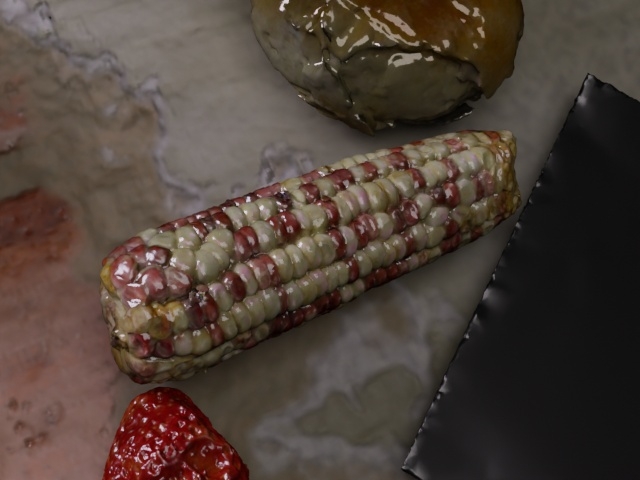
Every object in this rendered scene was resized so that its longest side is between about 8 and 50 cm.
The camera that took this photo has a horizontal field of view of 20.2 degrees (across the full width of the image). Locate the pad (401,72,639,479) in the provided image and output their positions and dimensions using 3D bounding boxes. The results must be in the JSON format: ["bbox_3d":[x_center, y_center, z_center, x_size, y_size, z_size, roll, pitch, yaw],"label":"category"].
[{"bbox_3d":[0.249,0.100,0.935,0.368,0.007,0.247,29,70,-5],"label":"pad"}]

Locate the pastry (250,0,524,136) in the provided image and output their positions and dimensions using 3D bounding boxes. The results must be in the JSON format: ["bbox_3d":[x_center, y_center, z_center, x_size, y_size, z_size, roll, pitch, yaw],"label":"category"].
[{"bbox_3d":[0.036,-0.130,0.940,0.153,0.081,0.153,4,62,-8],"label":"pastry"}]

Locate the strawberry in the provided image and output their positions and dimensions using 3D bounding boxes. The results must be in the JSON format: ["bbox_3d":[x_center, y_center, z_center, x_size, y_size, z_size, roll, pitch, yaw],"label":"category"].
[{"bbox_3d":[-0.074,0.107,0.851,0.073,0.073,0.083,-15,63,-16],"label":"strawberry"}]

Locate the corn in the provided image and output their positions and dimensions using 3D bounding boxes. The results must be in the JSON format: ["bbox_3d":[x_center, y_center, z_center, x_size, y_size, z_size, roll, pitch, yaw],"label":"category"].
[{"bbox_3d":[0.000,0.000,0.891,0.237,0.079,0.079,-22,78,-20],"label":"corn"}]
